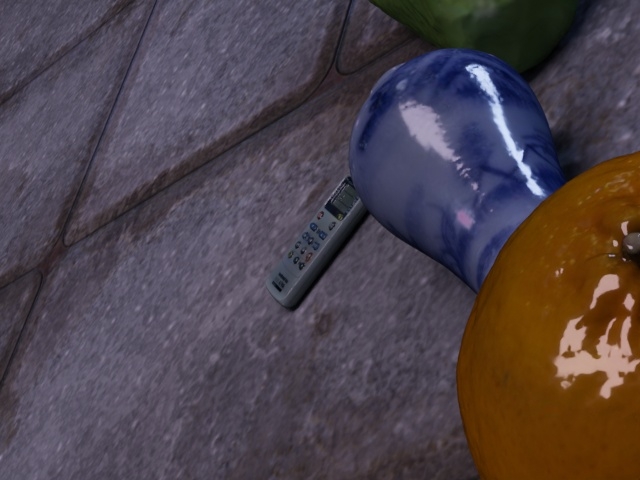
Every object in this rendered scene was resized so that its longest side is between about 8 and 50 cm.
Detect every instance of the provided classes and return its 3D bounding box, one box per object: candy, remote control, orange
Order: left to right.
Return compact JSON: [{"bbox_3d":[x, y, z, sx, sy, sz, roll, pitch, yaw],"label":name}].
[{"bbox_3d":[0.000,0.000,1.219,0.124,0.018,0.053,-52,27,4],"label":"remote control"},{"bbox_3d":[0.099,-0.243,1.219,0.132,0.142,0.343,-41,30,1],"label":"candy"},{"bbox_3d":[0.168,0.061,0.687,0.219,0.193,0.219,-30,22,14],"label":"orange"}]

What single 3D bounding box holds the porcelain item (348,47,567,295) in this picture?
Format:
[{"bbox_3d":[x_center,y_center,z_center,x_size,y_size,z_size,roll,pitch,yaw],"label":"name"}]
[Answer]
[{"bbox_3d":[0.103,-0.037,0.976,0.141,0.141,0.259,-47,36,14],"label":"porcelain item"}]
